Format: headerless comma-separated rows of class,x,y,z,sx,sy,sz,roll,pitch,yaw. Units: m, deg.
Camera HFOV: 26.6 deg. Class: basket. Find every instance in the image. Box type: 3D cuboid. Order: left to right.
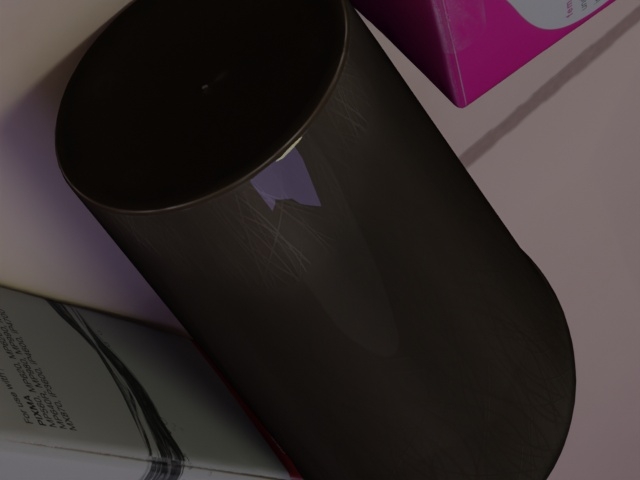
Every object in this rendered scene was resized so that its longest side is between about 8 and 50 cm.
basket,0.000,0.000,0.590,0.154,0.204,0.227,-31,138,6

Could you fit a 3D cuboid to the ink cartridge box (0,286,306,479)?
ink cartridge box,-0.144,0.137,0.650,0.197,0.114,0.273,-49,147,13

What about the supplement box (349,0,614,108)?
supplement box,0.103,-0.174,0.544,0.220,0.114,0.111,-36,147,-10
